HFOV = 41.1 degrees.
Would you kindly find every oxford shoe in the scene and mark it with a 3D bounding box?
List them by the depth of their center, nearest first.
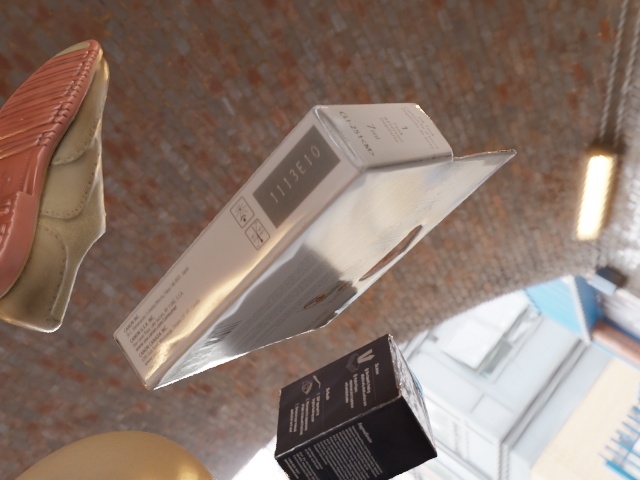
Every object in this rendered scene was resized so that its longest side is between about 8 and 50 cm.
[{"bbox_3d":[-0.332,-0.074,1.059,0.146,0.141,0.397,46,-133,-44],"label":"oxford shoe"}]

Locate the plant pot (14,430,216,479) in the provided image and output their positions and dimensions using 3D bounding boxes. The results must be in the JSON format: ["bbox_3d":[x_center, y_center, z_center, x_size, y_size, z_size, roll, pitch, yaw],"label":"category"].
[{"bbox_3d":[-0.204,0.309,0.879,0.191,0.284,0.284,-88,17,-66],"label":"plant pot"}]

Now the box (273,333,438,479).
[{"bbox_3d":[0.038,0.207,0.984,0.158,0.093,0.156,-29,17,10],"label":"box"}]

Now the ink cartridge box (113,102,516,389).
[{"bbox_3d":[0.000,0.000,0.687,0.275,0.060,0.239,-45,-17,32],"label":"ink cartridge box"}]
